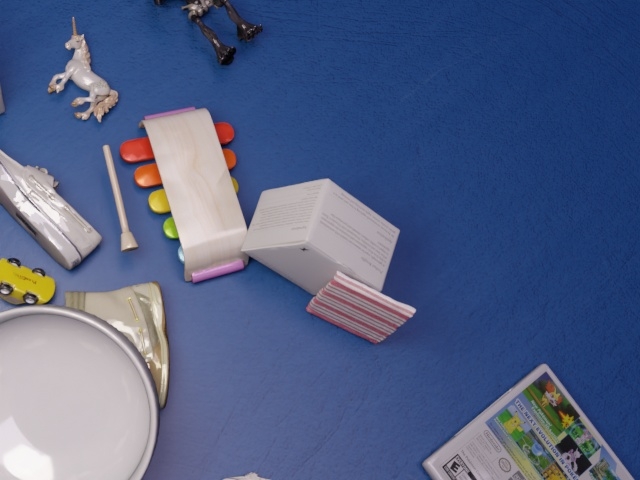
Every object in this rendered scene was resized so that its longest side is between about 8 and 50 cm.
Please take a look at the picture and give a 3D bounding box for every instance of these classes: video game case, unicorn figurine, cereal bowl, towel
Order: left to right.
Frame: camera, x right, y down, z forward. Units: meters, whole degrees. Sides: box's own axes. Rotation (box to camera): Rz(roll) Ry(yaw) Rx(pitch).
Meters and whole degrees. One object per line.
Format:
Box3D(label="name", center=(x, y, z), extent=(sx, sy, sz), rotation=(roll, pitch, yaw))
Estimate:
Box3D(label="cereal bowl", center=(-0.402, 0.259, 1.405), extent=(0.339, 0.141, 0.339), rotation=(0, 90, 0))
Box3D(label="unicorn figurine", center=(-0.420, -0.287, 1.646), extent=(0.162, 0.060, 0.111), rotation=(48, 67, -14))
Box3D(label="towel", center=(0.064, 0.111, 1.567), extent=(0.144, 0.197, 0.029), rotation=(25, 65, -6))
Box3D(label="video game case", center=(0.385, 0.432, 1.638), extent=(0.300, 0.036, 0.329), rotation=(-34, 83, -21))

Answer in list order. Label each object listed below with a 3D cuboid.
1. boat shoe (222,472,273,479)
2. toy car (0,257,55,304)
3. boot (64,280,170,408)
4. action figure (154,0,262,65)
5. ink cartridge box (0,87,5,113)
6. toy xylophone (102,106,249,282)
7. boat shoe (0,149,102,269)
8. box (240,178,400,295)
Box3D(label="boat shoe", center=(-0.111, 0.395, 1.525), extent=(0.100, 0.035, 0.035), rotation=(12, 43, -7))
Box3D(label="toy car", center=(-0.561, 0.048, 1.459), extent=(0.239, 0.053, 0.225), rotation=(49, 40, -1))
Box3D(label="boot", center=(-0.328, 0.174, 1.511), extent=(0.165, 0.077, 0.213), rotation=(-4, 69, -16))
Box3D(label="action figure", center=(-0.229, -0.457, 1.700), extent=(0.275, 0.141, 0.164), rotation=(46, 70, -1))
Box3D(label="ink cartridge box", center=(-0.680, -0.186, 1.421), extent=(0.160, 0.279, 0.384), rotation=(43, 68, 1))
Box3D(label="toy xylophone", center=(-0.245, -0.087, 1.610), extent=(0.236, 0.081, 0.322), rotation=(-6, 75, -16))
Box3D(label="boat shoe", center=(-0.469, -0.076, 1.544), extent=(0.267, 0.096, 0.088), rotation=(46, 64, 1))
Box3D(label="box", center=(0.000, 0.000, 1.563), extent=(0.181, 0.182, 0.119), rotation=(34, 64, -33))
